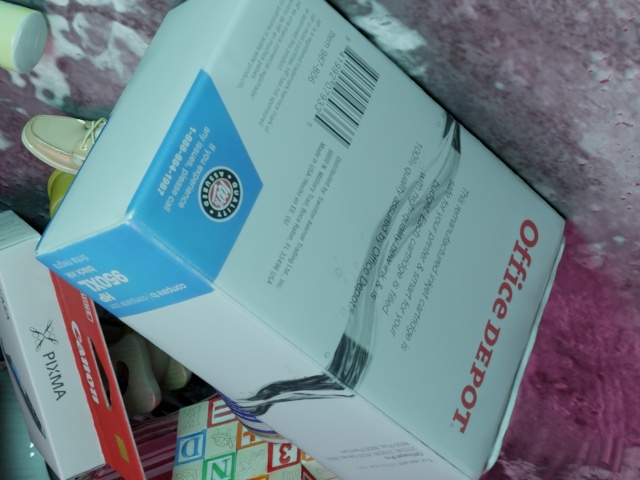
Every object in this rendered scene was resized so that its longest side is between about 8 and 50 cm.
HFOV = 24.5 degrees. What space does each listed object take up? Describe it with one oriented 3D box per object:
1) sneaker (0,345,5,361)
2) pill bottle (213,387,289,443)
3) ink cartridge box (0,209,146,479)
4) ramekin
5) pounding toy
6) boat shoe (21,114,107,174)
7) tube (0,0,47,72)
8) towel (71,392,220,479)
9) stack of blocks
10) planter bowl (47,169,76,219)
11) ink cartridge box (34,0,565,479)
[{"bbox_3d":[-0.444,0.041,1.783,0.107,0.124,0.283,-3,141,36],"label":"sneaker"},{"bbox_3d":[-0.073,0.092,1.590,0.153,0.153,0.265,3,144,30],"label":"pill bottle"},{"bbox_3d":[-0.302,0.134,1.666,0.261,0.066,0.296,25,132,60],"label":"ink cartridge box"},{"bbox_3d":[-0.389,0.278,2.045,0.109,0.207,0.207,-3,142,22],"label":"ramekin"},{"bbox_3d":[-0.267,0.144,1.882,0.269,0.155,0.154,-25,97,40],"label":"pounding toy"},{"bbox_3d":[-0.216,-0.096,1.490,0.170,0.063,0.059,18,148,-9],"label":"boat shoe"},{"bbox_3d":[-0.378,-0.218,1.409,0.240,0.062,0.070,19,109,16],"label":"tube"},{"bbox_3d":[-0.220,0.283,1.929,0.037,0.237,0.329,63,145,16],"label":"towel"},{"bbox_3d":[-0.020,0.247,1.688,0.297,0.171,0.087,-19,134,19],"label":"stack of blocks"},{"bbox_3d":[-0.221,0.014,1.630,0.217,0.090,0.217,17,149,11],"label":"planter bowl"},{"bbox_3d":[0.000,0.000,1.271,0.395,0.285,0.166,39,147,-25],"label":"ink cartridge box"}]
